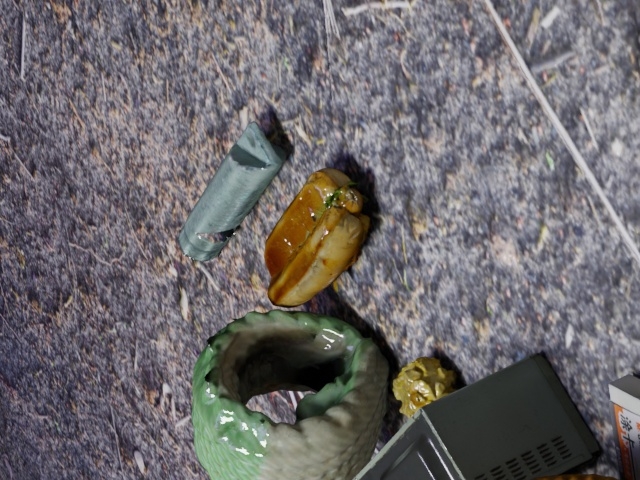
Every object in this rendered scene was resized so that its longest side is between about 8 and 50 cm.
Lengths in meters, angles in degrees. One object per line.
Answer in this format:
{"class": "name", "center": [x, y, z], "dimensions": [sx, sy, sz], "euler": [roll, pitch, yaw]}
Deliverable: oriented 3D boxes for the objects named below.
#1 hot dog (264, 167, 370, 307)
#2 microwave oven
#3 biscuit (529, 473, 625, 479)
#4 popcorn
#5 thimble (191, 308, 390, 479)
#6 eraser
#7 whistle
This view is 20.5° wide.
{"class": "hot dog", "center": [0.000, 0.000, 1.886], "dimensions": [0.250, 0.076, 0.104], "euler": [128, 136, -59]}
{"class": "microwave oven", "center": [0.144, 0.221, 1.659], "dimensions": [0.129, 0.163, 0.205], "euler": [58, 151, 16]}
{"class": "biscuit", "center": [0.239, 0.286, 1.508], "dimensions": [0.220, 0.066, 0.220], "euler": [10, 137, 10]}
{"class": "popcorn", "center": [0.109, 0.159, 1.805], "dimensions": [0.082, 0.057, 0.083], "euler": [11, 122, 63]}
{"class": "thimble", "center": [-0.032, 0.180, 1.930], "dimensions": [0.219, 0.219, 0.150], "euler": [51, 152, 33]}
{"class": "eraser", "center": [0.276, 0.178, 1.506], "dimensions": [0.052, 0.029, 0.122], "euler": [27, 134, 55]}
{"class": "whistle", "center": [-0.105, -0.053, 2.065], "dimensions": [0.062, 0.062, 0.312], "euler": [63, 155, 11]}
